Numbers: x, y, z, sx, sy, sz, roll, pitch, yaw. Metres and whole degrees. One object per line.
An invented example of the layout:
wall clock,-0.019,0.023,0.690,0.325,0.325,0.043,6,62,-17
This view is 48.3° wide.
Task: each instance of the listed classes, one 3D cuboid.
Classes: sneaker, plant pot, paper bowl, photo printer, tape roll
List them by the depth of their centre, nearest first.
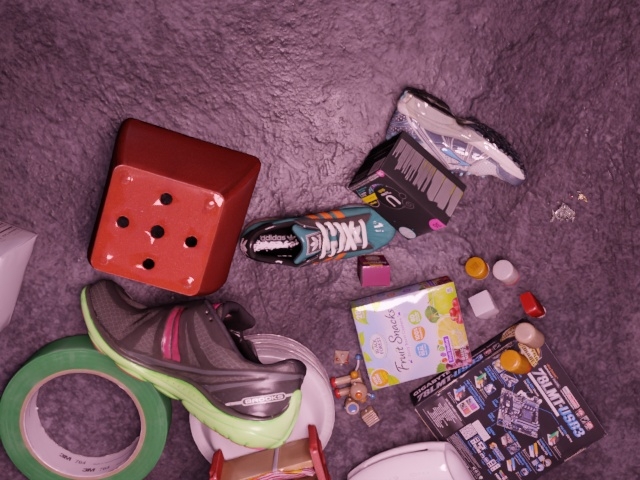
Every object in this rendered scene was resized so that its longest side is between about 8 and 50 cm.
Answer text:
plant pot,-0.267,-0.042,1.248,0.267,0.236,0.267,16,101,-8
sneaker,-0.225,0.186,1.284,0.482,0.185,0.202,26,82,21
sneaker,0.000,0.000,1.333,0.302,0.121,0.108,-8,103,-3
sneaker,0.251,-0.170,1.334,0.283,0.110,0.122,29,118,-7
paper bowl,-0.113,0.339,1.396,0.284,0.148,0.284,-1,104,-5
tape roll,-0.458,0.348,1.408,0.321,0.077,0.321,-1,105,-3
photo printer,0.214,0.554,1.458,0.256,0.107,0.307,-26,105,24

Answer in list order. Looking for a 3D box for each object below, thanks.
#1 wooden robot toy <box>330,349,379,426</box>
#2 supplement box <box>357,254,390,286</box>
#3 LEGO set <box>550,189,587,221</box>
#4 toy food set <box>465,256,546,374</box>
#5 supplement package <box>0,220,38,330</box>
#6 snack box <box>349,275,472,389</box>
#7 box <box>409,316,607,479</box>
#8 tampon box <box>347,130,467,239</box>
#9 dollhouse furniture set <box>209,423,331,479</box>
wooden robot toy,0.067,0.307,1.434,0.076,0.079,0.173,-20,103,1
supplement box,0.101,0.058,1.373,0.055,0.083,0.043,-1,104,-5
LEGO set,0.486,-0.063,1.400,0.054,0.023,0.083,31,100,-10
toy food set,0.368,0.137,1.380,0.111,0.104,0.232,-30,61,19
supplement package,-0.685,0.051,1.262,0.262,0.198,0.199,21,101,-8
snack box,0.177,0.182,1.411,0.207,0.070,0.174,-15,99,1
box,0.385,0.358,1.470,0.293,0.073,0.295,-36,102,4
tampon box,0.157,-0.096,1.301,0.161,0.120,0.101,39,64,-14
dollhouse furniture set,-0.081,0.465,1.165,0.201,0.374,0.152,-15,101,1
